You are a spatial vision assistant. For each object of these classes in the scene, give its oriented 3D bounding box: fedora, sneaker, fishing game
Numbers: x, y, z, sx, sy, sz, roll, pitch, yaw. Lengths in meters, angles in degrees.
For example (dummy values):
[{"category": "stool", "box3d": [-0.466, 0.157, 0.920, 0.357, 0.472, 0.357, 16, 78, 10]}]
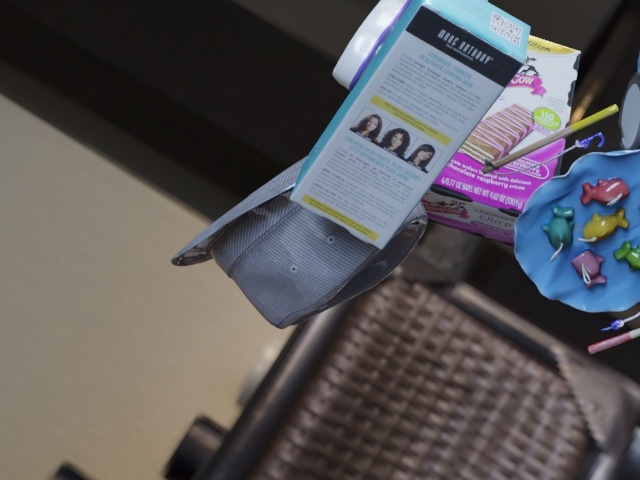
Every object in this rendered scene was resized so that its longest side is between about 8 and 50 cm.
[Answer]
[{"category": "fedora", "box3d": [0.000, 0.000, 1.644, 0.275, 0.124, 0.243, -35, -9, 15]}, {"category": "sneaker", "box3d": [0.186, -0.240, 2.054, 0.323, 0.236, 0.130, -52, -7, -32]}, {"category": "fishing game", "box3d": [0.276, -0.001, 1.537, 0.189, 0.264, 0.041, -21, 33, 14]}]

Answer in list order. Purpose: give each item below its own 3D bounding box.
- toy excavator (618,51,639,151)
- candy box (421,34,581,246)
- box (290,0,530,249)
[{"category": "toy excavator", "box3d": [0.504, -0.358, 1.961, 0.433, 0.222, 0.445, 104, 170, -61]}, {"category": "candy box", "box3d": [0.185, -0.121, 1.791, 0.071, 0.159, 0.233, 115, 171, -59]}, {"category": "box", "box3d": [0.074, -0.108, 1.424, 0.244, 0.100, 0.060, -54, 12, 38]}]
